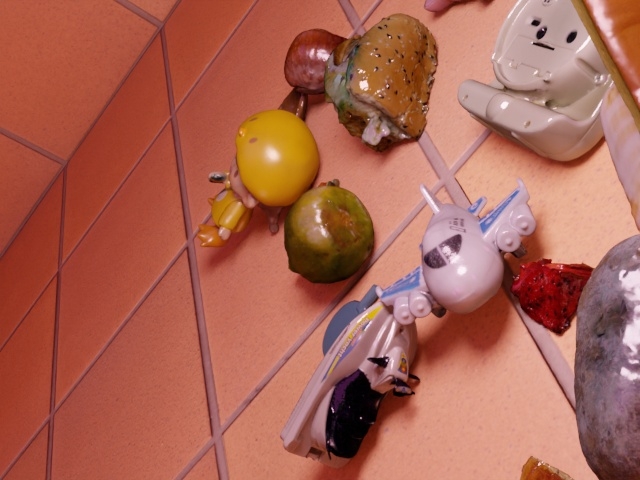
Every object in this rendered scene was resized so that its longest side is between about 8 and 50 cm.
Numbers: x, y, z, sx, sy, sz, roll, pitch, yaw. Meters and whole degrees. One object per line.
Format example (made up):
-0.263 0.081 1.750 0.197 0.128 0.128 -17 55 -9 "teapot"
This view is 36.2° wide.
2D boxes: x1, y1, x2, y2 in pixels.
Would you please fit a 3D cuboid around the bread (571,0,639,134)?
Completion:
0.393 -0.227 1.119 0.138 0.077 0.362 -23 75 3 "bread"

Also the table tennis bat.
0.052 0.137 1.644 0.155 0.019 0.100 -54 29 16 "table tennis bat"

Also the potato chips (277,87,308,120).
-0.073 -0.249 2.164 0.150 0.049 0.202 -6 59 67 "potato chips"

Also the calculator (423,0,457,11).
0.320 -0.569 1.822 0.220 0.048 0.330 7 68 61 "calculator"

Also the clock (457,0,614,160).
0.360 -0.288 1.427 0.324 0.108 0.265 -58 28 5 "clock"

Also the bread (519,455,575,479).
0.259 0.329 1.091 0.136 0.054 0.154 -62 22 -4 "bread"

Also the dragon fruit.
0.288 0.053 1.282 0.097 0.063 0.131 -59 28 3 "dragon fruit"

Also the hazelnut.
-0.003 -0.375 2.070 0.154 0.143 0.143 6 64 18 "hazelnut"

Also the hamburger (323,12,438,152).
0.104 -0.302 1.795 0.167 0.192 0.288 -13 53 42 "hamburger"

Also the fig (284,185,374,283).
0.015 -0.001 1.717 0.233 0.167 0.167 81 -150 -75 "fig"

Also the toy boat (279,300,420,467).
0.058 0.219 1.442 0.269 0.140 0.141 -52 29 12 "toy boat"

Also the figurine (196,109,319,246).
-0.139 -0.126 2.035 0.343 0.187 0.215 -43 42 45 "figurine"

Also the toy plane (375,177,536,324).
0.191 0.011 1.385 0.267 0.122 0.267 -39 20 17 "toy plane"

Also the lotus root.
0.344 0.134 1.017 0.175 0.175 0.350 -20 48 51 "lotus root"

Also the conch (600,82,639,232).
0.406 -0.135 1.193 0.158 0.127 0.255 -28 42 44 "conch"

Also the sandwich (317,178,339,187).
-0.014 -0.070 1.927 0.135 0.029 0.067 -39 30 37 "sandwich"
